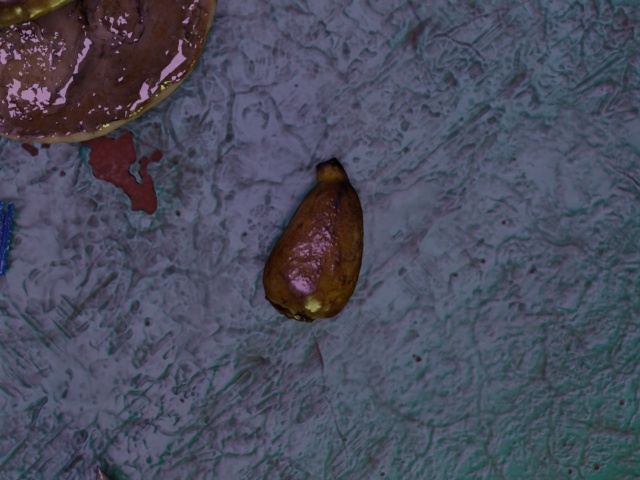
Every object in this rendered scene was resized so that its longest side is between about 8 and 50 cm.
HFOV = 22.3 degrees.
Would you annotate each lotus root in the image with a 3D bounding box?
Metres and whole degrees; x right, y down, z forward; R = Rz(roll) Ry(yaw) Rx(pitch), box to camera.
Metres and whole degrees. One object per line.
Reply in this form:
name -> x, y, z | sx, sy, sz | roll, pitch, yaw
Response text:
lotus root -> 0.000, 0.000, 1.828 | 0.108, 0.094, 0.191 | 18, 90, -40

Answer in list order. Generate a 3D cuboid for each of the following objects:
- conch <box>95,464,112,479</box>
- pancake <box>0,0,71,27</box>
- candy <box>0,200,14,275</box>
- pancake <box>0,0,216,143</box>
conch -> -0.245, 0.340, 1.862 | 0.088, 0.065, 0.180 | -10, 105, -4
pancake -> -0.359, -0.364, 1.713 | 0.426, 0.067, 0.305 | 9, 83, 1
candy -> -0.416, -0.014, 1.832 | 0.136, 0.038, 0.088 | 12, 109, 3
pancake -> -0.297, -0.293, 1.782 | 0.387, 0.082, 0.387 | 0, 90, 1
